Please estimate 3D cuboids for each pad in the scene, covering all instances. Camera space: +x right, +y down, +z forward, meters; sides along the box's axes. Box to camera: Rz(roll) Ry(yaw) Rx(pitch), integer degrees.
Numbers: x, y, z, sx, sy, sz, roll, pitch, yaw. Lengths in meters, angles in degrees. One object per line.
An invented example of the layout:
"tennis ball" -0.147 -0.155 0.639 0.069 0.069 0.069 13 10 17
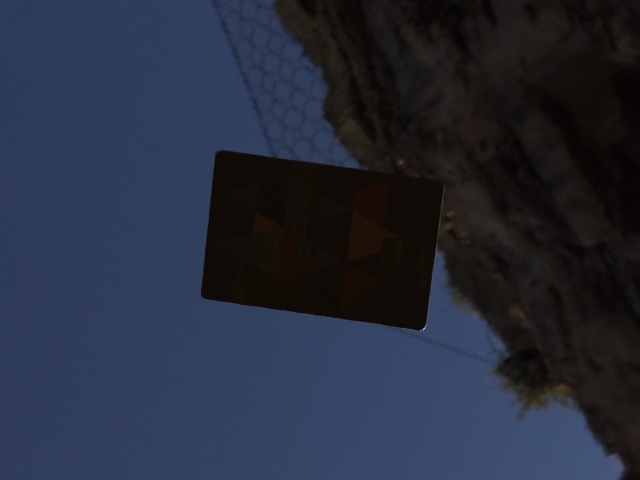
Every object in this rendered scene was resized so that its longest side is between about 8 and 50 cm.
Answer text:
"pad" 0.000 0.000 1.187 0.211 0.003 0.143 7 -82 6
